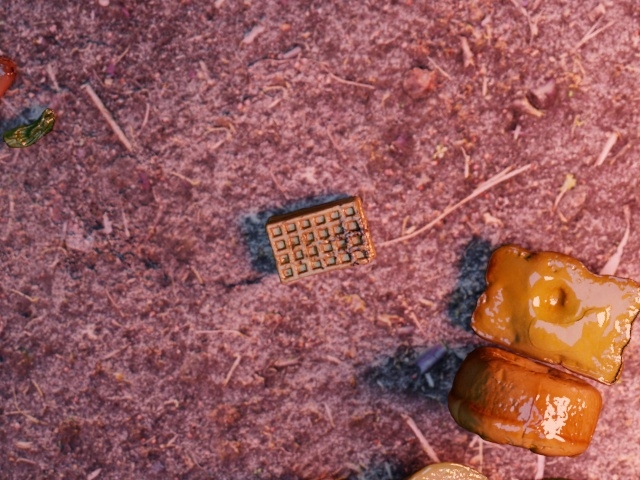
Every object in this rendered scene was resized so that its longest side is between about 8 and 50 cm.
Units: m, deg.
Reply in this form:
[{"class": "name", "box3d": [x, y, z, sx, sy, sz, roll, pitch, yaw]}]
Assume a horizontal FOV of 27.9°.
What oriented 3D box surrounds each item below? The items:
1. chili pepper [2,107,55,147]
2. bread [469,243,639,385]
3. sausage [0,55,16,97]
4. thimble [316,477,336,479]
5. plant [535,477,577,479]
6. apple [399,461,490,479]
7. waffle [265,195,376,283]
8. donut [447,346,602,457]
[{"class": "chili pepper", "box3d": [-0.434, -0.164, 1.928, 0.091, 0.030, 0.034, -27, 70, 7]}, {"class": "bread", "box3d": [0.342, 0.099, 1.864, 0.233, 0.088, 0.161, 20, 96, 5]}, {"class": "sausage", "box3d": [-0.514, -0.198, 1.921, 0.040, 0.047, 0.177, 41, 100, 15]}, {"class": "thimble", "box3d": [-0.002, 0.484, 1.897, 0.172, 0.205, 0.236, -33, 95, 11]}, {"class": "plant", "box3d": [0.480, 0.470, 1.871, 0.251, 0.180, 0.333, -27, 92, -1]}, {"class": "apple", "box3d": [0.202, 0.445, 1.918, 0.193, 0.120, 0.265, -31, 97, -2]}, {"class": "waffle", "box3d": [0.000, 0.000, 1.902, 0.148, 0.042, 0.102, -14, 98, 7]}, {"class": "donut", "box3d": [0.287, 0.229, 1.821, 0.226, 0.226, 0.114, 18, 93, 3]}]
